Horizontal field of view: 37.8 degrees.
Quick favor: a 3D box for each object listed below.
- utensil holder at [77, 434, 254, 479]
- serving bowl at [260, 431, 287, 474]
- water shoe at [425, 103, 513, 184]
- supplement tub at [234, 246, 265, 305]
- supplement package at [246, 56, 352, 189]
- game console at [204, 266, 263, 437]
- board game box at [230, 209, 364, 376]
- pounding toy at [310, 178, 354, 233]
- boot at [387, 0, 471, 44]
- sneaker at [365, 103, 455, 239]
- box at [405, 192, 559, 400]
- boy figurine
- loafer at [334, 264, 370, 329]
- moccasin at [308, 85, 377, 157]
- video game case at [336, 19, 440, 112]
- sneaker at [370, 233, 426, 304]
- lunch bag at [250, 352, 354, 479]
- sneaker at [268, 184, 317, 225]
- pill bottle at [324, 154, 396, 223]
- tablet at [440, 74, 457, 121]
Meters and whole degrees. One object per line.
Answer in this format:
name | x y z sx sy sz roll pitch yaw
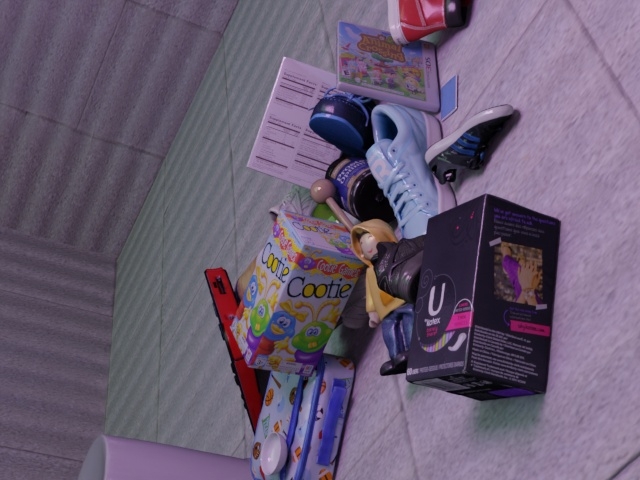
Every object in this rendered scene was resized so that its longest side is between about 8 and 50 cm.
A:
utensil holder | -0.340 0.617 2.090 0.327 0.385 0.327 -50 30 45
serving bowl | -0.086 0.418 1.828 0.083 0.027 0.083 -38 44 50
water shoe | 0.273 -0.167 1.642 0.203 0.073 0.080 -34 77 47
supplement tub | -0.107 0.093 2.237 0.200 0.144 0.144 -48 32 46
supplement package | -0.033 -0.264 2.179 0.199 0.198 0.263 -84 13 -85
game console | -0.202 0.274 2.238 0.386 0.060 0.342 -120 19 -62
board game box | -0.046 0.103 1.801 0.275 0.144 0.142 -66 30 20
pounding toy | 0.000 0.000 1.950 0.237 0.110 0.183 92 154 -62
boot | 0.221 -0.529 1.896 0.176 0.088 0.244 -13 73 23
sneaker | 0.150 -0.110 1.759 0.135 0.150 0.366 -54 30 41
box | 0.242 0.089 1.399 0.165 0.143 0.270 -27 50 61
boy figurine | 0.129 0.087 1.654 0.177 0.092 0.285 -39 59 54
loafer | 0.074 0.117 1.867 0.319 0.112 0.111 -29 85 54
moccasin | 0.057 -0.257 1.944 0.342 0.137 0.117 27 -98 -79
video game case | 0.135 -0.353 1.886 0.023 0.212 0.193 116 161 -49
sneaker | 0.168 0.013 1.557 0.130 0.087 0.227 15 48 42
lunch bag | -0.036 0.363 1.916 0.243 0.115 0.303 -13 63 63
sneaker | -0.069 -0.081 2.313 0.090 0.115 0.232 -42 37 53
pill bottle | 0.086 -0.110 1.951 0.123 0.123 0.219 -70 22 8
tablet | 0.252 -0.279 1.831 0.054 0.006 0.083 -40 39 54
